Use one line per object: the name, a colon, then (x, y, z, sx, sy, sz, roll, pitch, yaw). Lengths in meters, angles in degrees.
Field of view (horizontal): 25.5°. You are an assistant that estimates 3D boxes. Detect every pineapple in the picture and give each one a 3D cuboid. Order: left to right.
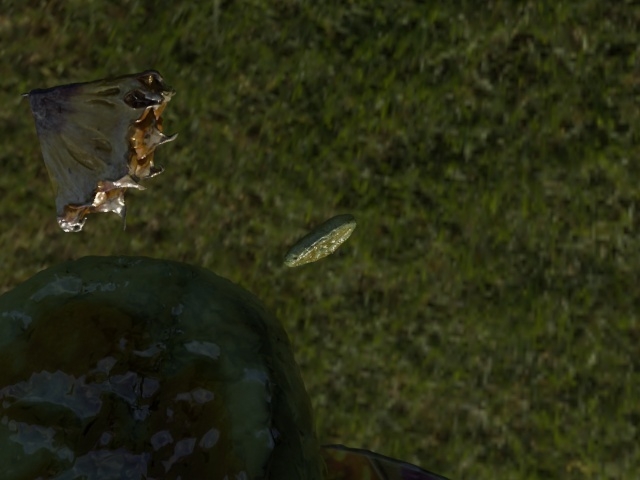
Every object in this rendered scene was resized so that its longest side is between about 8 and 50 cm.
pineapple: (-0.174, -0.077, 1.063, 0.116, 0.137, 0.069, 31, 173, 0)

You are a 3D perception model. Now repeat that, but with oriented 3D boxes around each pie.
pie: (-0.099, 0.109, 0.525, 0.240, 0.240, 0.054, -17, 143, 23)
pie: (-0.001, 0.001, 1.377, 0.084, 0.084, 0.021, -42, 76, 35)

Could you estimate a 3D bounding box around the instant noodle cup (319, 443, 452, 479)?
instant noodle cup: (-0.006, 0.272, 0.671, 0.340, 0.266, 0.340, 13, 143, 10)
